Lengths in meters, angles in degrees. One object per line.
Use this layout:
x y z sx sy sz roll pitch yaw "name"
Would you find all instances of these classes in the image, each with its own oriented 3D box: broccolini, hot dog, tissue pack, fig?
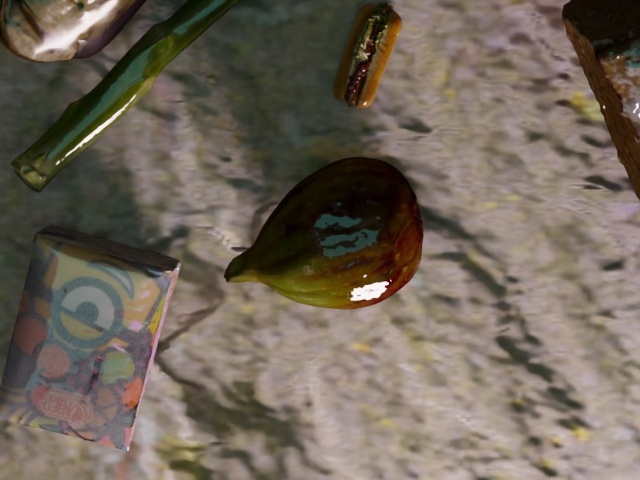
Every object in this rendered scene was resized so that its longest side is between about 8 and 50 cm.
-0.070 -0.163 1.384 0.392 0.074 0.079 -43 90 4 "broccolini"
0.036 -0.140 1.418 0.037 0.021 0.083 16 99 -5 "hot dog"
-0.177 0.073 1.427 0.108 0.060 0.148 15 97 -2 "tissue pack"
0.000 0.000 1.402 0.154 0.103 0.109 -10 62 11 "fig"

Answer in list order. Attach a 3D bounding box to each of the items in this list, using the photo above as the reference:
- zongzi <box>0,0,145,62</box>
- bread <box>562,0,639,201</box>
-0.191 -0.295 1.303 0.288 0.134 0.286 39 96 -29 "zongzi"
0.315 -0.019 1.327 0.165 0.113 0.416 -28 122 -1 "bread"
